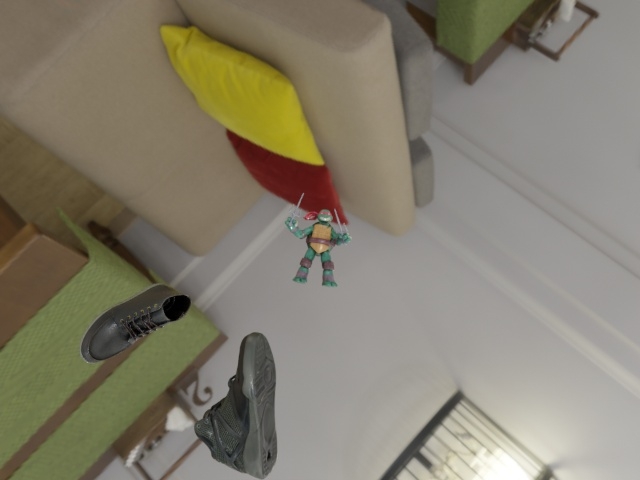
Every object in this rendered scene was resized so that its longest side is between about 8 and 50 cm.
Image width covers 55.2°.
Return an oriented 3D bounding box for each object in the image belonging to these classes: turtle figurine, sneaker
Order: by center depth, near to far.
[{"bbox_3d":[-0.136,0.251,0.953,0.087,0.130,0.228,-29,122,-67],"label":"sneaker"},{"bbox_3d":[-0.365,0.161,1.203,0.222,0.118,0.083,-42,116,-30],"label":"sneaker"},{"bbox_3d":[0.000,0.000,1.594,0.118,0.175,0.234,29,66,-72],"label":"turtle figurine"}]
